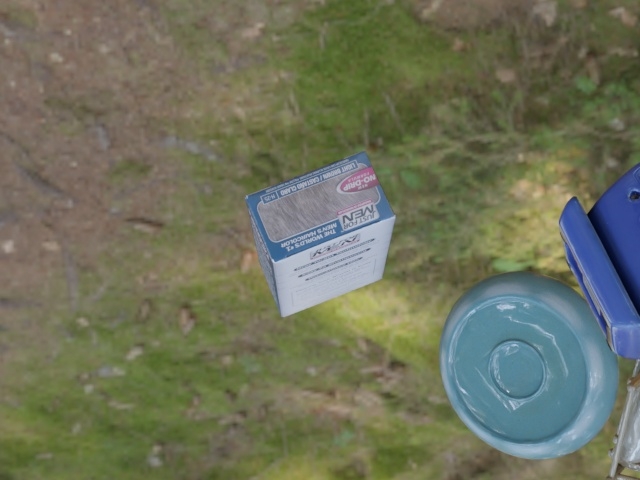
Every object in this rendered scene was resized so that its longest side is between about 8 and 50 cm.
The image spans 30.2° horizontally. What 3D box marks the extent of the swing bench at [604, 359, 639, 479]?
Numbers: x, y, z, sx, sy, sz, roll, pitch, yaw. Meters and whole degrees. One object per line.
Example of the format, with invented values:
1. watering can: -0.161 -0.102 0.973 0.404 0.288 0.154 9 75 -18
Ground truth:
1. swing bench: 0.722 0.373 2.543 0.165 0.253 0.254 13 -155 13

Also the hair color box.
1. hair color box: 0.000 0.000 1.680 0.174 0.105 0.347 -22 166 -6

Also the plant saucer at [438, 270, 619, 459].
1. plant saucer: 0.328 0.209 1.943 0.318 0.317 0.044 -19 177 34

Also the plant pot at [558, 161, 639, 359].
1. plant pot: 0.461 0.027 1.629 0.212 0.236 0.236 -24 158 6
